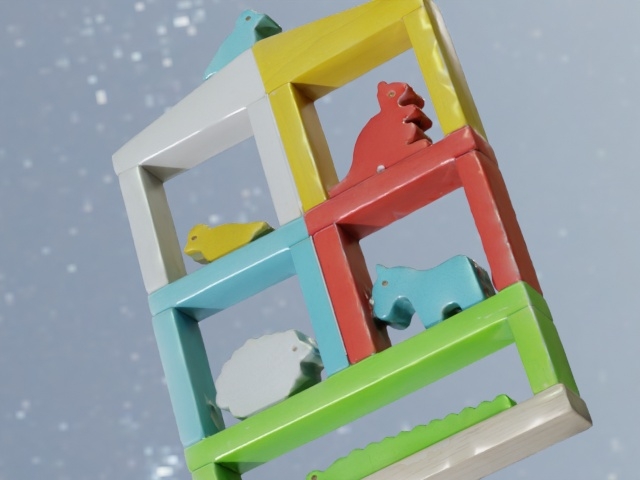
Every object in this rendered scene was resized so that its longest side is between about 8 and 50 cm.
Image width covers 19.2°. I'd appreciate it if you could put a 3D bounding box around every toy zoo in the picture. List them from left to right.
[{"bbox_3d":[0.000,0.000,0.940,0.030,0.192,0.293,36,-148,-54],"label":"toy zoo"}]
